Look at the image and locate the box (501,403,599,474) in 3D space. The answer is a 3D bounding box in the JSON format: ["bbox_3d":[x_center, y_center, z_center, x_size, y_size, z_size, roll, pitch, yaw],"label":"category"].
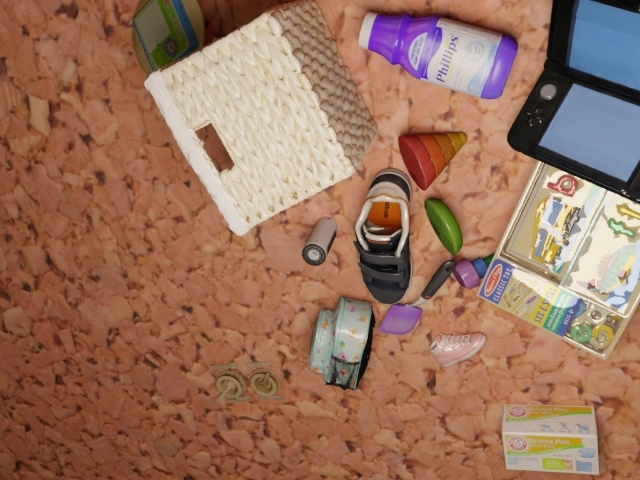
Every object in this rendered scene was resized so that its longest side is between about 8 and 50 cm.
[{"bbox_3d":[0.523,0.451,1.461,0.203,0.103,0.114,-5,114,21],"label":"box"}]

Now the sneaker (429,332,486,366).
[{"bbox_3d":[0.307,0.236,1.459,0.070,0.051,0.134,44,125,-12],"label":"sneaker"}]

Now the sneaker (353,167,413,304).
[{"bbox_3d":[0.133,0.016,1.370,0.126,0.127,0.321,4,118,15],"label":"sneaker"}]

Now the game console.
[{"bbox_3d":[0.465,-0.234,1.033,0.293,0.173,0.250,32,96,32],"label":"game console"}]

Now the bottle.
[{"bbox_3d":[0.212,-0.352,1.178,0.282,0.092,0.118,20,121,9],"label":"bottle"}]

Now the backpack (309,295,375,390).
[{"bbox_3d":[0.052,0.224,1.475,0.144,0.166,0.188,19,118,-2],"label":"backpack"}]

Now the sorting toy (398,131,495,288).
[{"bbox_3d":[0.285,-0.074,1.306,0.126,0.127,0.366,-28,109,-2],"label":"sorting toy"}]

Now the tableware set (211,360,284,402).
[{"bbox_3d":[-0.200,0.390,1.716,0.194,0.039,0.128,-8,112,23],"label":"tableware set"}]

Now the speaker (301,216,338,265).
[{"bbox_3d":[0.000,0.000,1.400,0.055,0.136,0.055,6,117,11],"label":"speaker"}]

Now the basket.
[{"bbox_3d":[-0.085,-0.244,1.206,0.266,0.331,0.328,-23,106,21],"label":"basket"}]

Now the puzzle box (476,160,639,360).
[{"bbox_3d":[0.494,-0.016,1.187,0.272,0.052,0.409,27,110,24],"label":"puzzle box"}]

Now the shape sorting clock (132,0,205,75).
[{"bbox_3d":[-0.317,-0.430,1.329,0.206,0.040,0.206,9,105,36],"label":"shape sorting clock"}]

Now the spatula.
[{"bbox_3d":[0.220,0.129,1.403,0.084,0.030,0.296,10,143,-17],"label":"spatula"}]
